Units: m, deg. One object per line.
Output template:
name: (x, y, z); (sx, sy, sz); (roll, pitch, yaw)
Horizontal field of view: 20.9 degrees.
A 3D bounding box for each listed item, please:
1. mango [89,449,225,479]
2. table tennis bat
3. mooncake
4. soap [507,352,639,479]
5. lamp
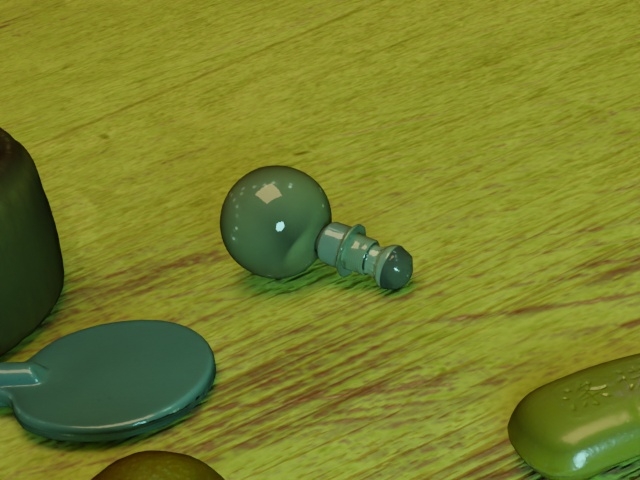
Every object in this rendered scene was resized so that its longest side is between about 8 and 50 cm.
mango: (-0.106, 0.214, 0.974); (0.136, 0.099, 0.227); (1, 38, 16)
table tennis bat: (-0.194, 0.106, 1.288); (0.237, 0.038, 0.149); (-4, 29, 8)
mooncake: (-0.358, 0.004, 1.425); (0.284, 0.156, 0.284); (-9, 26, 4)
soap: (0.188, 0.109, 1.101); (0.140, 0.045, 0.089); (-17, 31, -9)
lamp: (0.000, 0.000, 1.367); (0.163, 0.091, 0.091); (23, 41, 25)
